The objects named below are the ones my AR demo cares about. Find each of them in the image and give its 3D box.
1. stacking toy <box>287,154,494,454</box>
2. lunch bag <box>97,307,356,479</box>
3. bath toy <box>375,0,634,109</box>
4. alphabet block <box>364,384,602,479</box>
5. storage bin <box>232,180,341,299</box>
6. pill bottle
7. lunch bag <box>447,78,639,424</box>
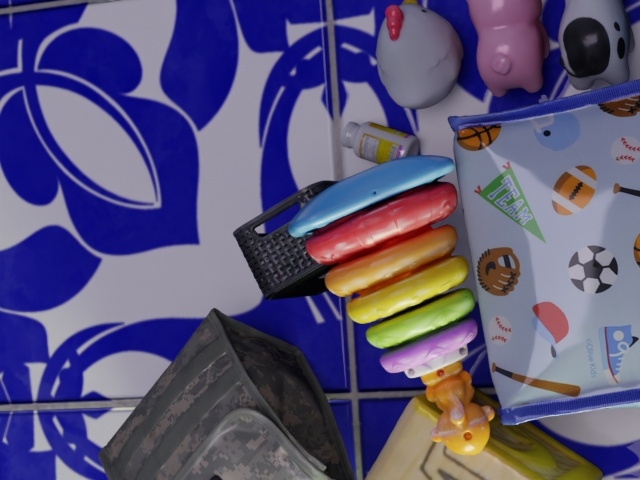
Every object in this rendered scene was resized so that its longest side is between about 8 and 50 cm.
[{"bbox_3d":[0.099,0.073,1.692,0.175,0.166,0.302,-23,89,-3],"label":"stacking toy"},{"bbox_3d":[-0.097,0.261,1.860,0.235,0.169,0.287,-51,38,15],"label":"lunch bag"},{"bbox_3d":[0.215,-0.237,1.808,0.348,0.129,0.151,-9,53,22],"label":"bath toy"},{"bbox_3d":[0.156,0.288,1.803,0.193,0.192,0.197,33,104,17],"label":"alphabet block"},{"bbox_3d":[0.000,0.000,1.869,0.122,0.180,0.084,-30,80,20],"label":"storage bin"},{"bbox_3d":[0.067,-0.109,1.914,0.083,0.043,0.043,20,98,22],"label":"pill bottle"},{"bbox_3d":[0.346,0.000,1.704,0.385,0.239,0.328,-9,87,8],"label":"lunch bag"}]
